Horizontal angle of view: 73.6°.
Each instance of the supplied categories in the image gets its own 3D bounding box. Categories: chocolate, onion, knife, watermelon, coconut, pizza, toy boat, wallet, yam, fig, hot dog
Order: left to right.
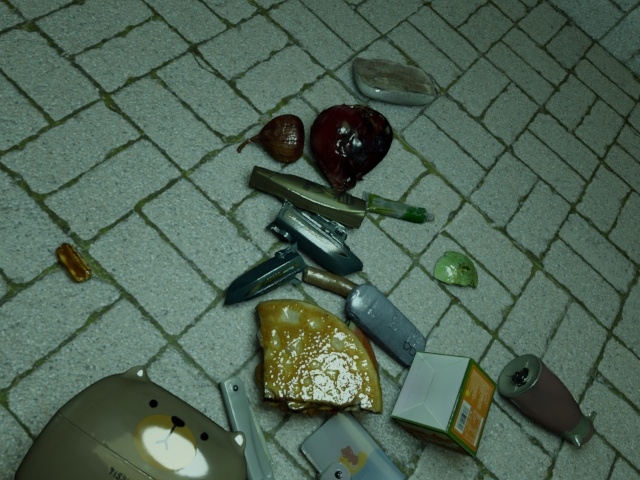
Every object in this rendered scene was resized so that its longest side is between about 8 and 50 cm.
[{"bbox_3d":[-0.601,0.054,1.047,0.049,0.037,0.122,-36,77,-15],"label":"hot dog"},{"bbox_3d":[-0.172,0.453,1.014,0.073,0.040,0.266,-14,72,-34],"label":"knife"},{"bbox_3d":[-0.146,0.106,1.137,0.245,0.092,0.103,-29,112,-20],"label":"toy boat"},{"bbox_3d":[-0.149,-0.313,1.294,0.200,0.134,0.146,2,58,-7],"label":"fig"},{"bbox_3d":[-0.026,0.304,1.052,0.408,0.114,0.278,32,67,18],"label":"pizza"},{"bbox_3d":[0.000,-0.003,1.213,0.296,0.114,0.122,34,71,-1],"label":"toy boat"},{"bbox_3d":[0.061,0.132,1.214,0.240,0.057,0.057,21,64,-9],"label":"yam"},{"bbox_3d":[0.072,0.537,1.038,0.170,0.069,0.231,-40,80,-9],"label":"wallet"},{"bbox_3d":[0.100,-0.307,1.321,0.280,0.221,0.282,-2,94,-34],"label":"onion"},{"bbox_3d":[0.103,0.315,1.151,0.119,0.063,0.245,-2,68,-33],"label":"watermelon"},{"bbox_3d":[0.256,-0.556,1.533,0.302,0.100,0.185,3,57,-19],"label":"chocolate"},{"bbox_3d":[0.432,0.088,1.345,0.157,0.055,0.133,-1,70,-19],"label":"coconut"}]

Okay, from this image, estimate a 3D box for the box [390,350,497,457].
[{"bbox_3d":[0.316,0.409,1.088,0.148,0.177,0.195,44,60,-24],"label":"box"}]

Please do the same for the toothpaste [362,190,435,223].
[{"bbox_3d":[0.250,-0.100,1.374,0.247,0.047,0.078,12,61,-10],"label":"toothpaste"}]

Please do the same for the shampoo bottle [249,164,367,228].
[{"bbox_3d":[-0.038,-0.133,1.262,0.349,0.084,0.126,20,26,-8],"label":"shampoo bottle"}]

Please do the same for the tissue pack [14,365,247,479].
[{"bbox_3d":[-0.335,0.440,0.837,0.386,0.267,0.277,35,60,0],"label":"tissue pack"}]

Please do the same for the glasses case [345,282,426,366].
[{"bbox_3d":[0.181,0.234,1.179,0.282,0.067,0.109,45,65,-13],"label":"glasses case"}]

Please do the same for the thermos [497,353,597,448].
[{"bbox_3d":[0.656,0.457,1.225,0.265,0.146,0.176,41,37,-7],"label":"thermos"}]
